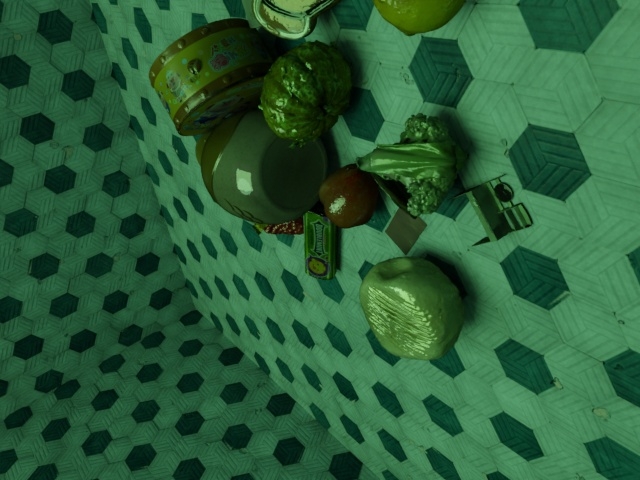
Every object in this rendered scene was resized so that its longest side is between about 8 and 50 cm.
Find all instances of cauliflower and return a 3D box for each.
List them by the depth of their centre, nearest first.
[{"bbox_3d":[0.225,-0.201,1.361,0.316,0.238,0.256,5,131,3],"label":"cauliflower"}]

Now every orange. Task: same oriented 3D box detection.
[{"bbox_3d":[-0.049,-0.441,1.531,0.223,0.300,0.301,42,150,20],"label":"orange"}]

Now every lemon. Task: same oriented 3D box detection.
[{"bbox_3d":[0.210,-0.573,1.081,0.233,0.234,0.288,36,141,36],"label":"lemon"}]

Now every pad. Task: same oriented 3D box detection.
[{"bbox_3d":[0.273,-0.037,1.694,0.113,0.006,0.187,50,150,17],"label":"pad"}]

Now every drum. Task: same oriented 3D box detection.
[{"bbox_3d":[-0.356,-0.552,1.803,0.214,0.431,0.431,61,151,-2],"label":"drum"}]

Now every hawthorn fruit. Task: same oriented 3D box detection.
[{"bbox_3d":[0.107,-0.160,1.678,0.199,0.199,0.251,51,136,16],"label":"hawthorn fruit"}]

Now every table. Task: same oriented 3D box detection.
[{"bbox_3d":[0.435,-0.073,1.352,0.146,0.063,0.175,61,154,-2],"label":"table"}]

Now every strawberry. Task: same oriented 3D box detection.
[{"bbox_3d":[-0.134,-0.102,2.116,0.245,0.205,0.205,27,141,15],"label":"strawberry"}]

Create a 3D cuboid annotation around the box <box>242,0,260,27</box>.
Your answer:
[{"bbox_3d":[-0.169,-0.818,1.577,0.200,0.106,0.299,14,129,50],"label":"box"}]

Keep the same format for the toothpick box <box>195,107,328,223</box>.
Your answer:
[{"bbox_3d":[-0.211,-0.267,1.844,0.425,0.409,0.408,14,128,49],"label":"toothpick box"}]

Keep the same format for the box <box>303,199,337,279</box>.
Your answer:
[{"bbox_3d":[0.000,0.000,2.039,0.134,0.097,0.345,16,134,16],"label":"box"}]

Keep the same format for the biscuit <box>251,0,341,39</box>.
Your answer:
[{"bbox_3d":[-0.057,-0.720,1.428,0.288,0.057,0.343,27,127,12],"label":"biscuit"}]

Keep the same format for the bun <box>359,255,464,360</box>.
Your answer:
[{"bbox_3d":[0.298,0.207,1.647,0.349,0.227,0.352,37,141,36],"label":"bun"}]

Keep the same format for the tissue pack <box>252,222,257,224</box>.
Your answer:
[{"bbox_3d":[-0.311,-0.217,2.331,0.256,0.123,0.215,58,153,5],"label":"tissue pack"}]

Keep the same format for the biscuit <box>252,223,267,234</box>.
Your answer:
[{"bbox_3d":[-0.146,-0.134,2.018,0.048,0.292,0.026,47,-176,-8],"label":"biscuit"}]

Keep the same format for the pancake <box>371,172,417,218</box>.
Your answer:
[{"bbox_3d":[0.209,-0.150,1.514,0.212,0.029,0.235,45,-161,-14],"label":"pancake"}]
